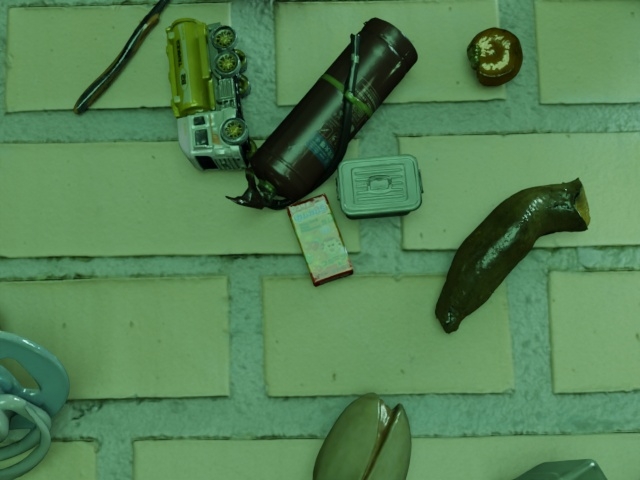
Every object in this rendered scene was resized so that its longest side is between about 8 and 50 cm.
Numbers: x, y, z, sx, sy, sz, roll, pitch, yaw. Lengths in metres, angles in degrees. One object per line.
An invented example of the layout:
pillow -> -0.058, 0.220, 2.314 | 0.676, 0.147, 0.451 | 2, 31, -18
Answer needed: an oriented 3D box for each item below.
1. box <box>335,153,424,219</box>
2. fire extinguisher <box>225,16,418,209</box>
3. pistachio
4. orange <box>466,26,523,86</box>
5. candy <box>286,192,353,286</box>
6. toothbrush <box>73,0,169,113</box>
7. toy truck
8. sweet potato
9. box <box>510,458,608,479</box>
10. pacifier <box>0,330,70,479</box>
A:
box -> 0.082, -0.071, 1.108 | 0.122, 0.069, 0.084 | -4, 78, 0
fire extinguisher -> -0.003, -0.167, 1.099 | 0.105, 0.141, 0.341 | 34, 80, 34
pistachio -> 0.056, 0.292, 1.011 | 0.125, 0.124, 0.184 | 18, 77, 4
orange -> 0.260, -0.271, 1.147 | 0.086, 0.062, 0.086 | -1, 87, 16
candy -> 0.000, 0.000, 1.110 | 0.062, 0.038, 0.121 | -19, 80, -3
toothbrush -> -0.272, -0.317, 1.183 | 0.031, 0.023, 0.321 | 38, 82, 10
toy truck -> -0.162, -0.211, 1.125 | 0.114, 0.098, 0.226 | -9, 77, 3
sweet potato -> 0.263, 0.014, 1.080 | 0.286, 0.085, 0.112 | -44, 86, -7
box -> 0.309, 0.341, 0.982 | 0.093, 0.172, 0.124 | -27, 81, -20
pacifier -> -0.476, 0.177, 1.028 | 0.300, 0.244, 0.233 | -17, 49, 3
